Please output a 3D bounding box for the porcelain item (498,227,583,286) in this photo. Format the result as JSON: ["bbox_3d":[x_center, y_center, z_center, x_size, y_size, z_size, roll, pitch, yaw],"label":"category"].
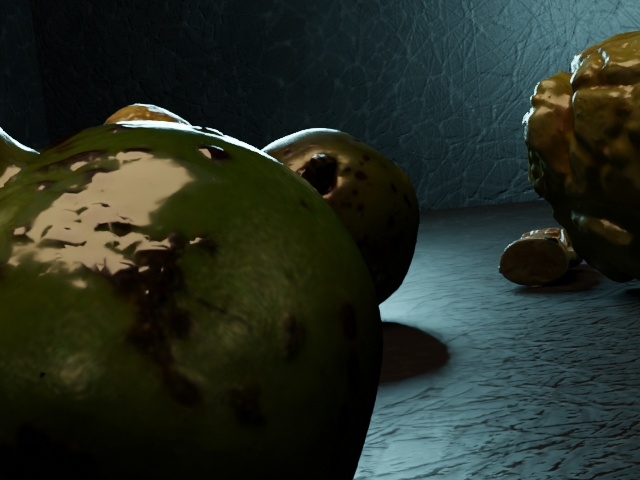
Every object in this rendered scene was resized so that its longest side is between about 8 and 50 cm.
[{"bbox_3d":[0.259,0.013,1.512,0.084,0.054,0.213,-4,4,19],"label":"porcelain item"}]

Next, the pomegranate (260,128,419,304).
[{"bbox_3d":[-0.011,-0.005,1.346,0.198,0.198,0.246,-9,-9,-30],"label":"pomegranate"}]

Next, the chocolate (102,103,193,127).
[{"bbox_3d":[-0.156,-0.023,1.364,0.134,0.134,0.309,-7,-37,8],"label":"chocolate"}]

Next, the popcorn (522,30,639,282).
[{"bbox_3d":[0.351,-0.086,1.290,0.282,0.282,0.247,-10,-8,-37],"label":"popcorn"}]

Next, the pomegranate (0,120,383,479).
[{"bbox_3d":[-0.092,0.033,0.468,0.211,0.263,0.211,-32,13,8],"label":"pomegranate"}]
